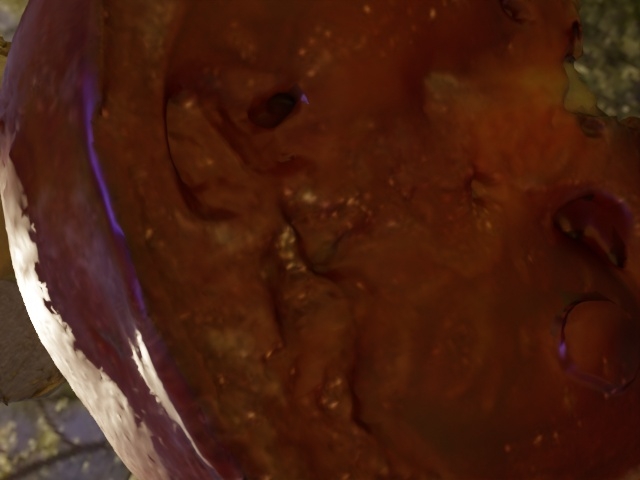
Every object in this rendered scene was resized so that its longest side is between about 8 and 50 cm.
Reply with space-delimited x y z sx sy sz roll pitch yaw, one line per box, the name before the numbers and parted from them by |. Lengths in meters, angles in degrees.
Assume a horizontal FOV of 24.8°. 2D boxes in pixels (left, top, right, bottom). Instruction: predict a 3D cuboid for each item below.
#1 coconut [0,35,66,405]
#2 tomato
coconut | -0.185 -0.014 0.722 0.194 0.194 0.194 22 -155 -11
tomato | 0.000 0.000 0.439 0.200 0.139 0.233 -24 -92 -39
